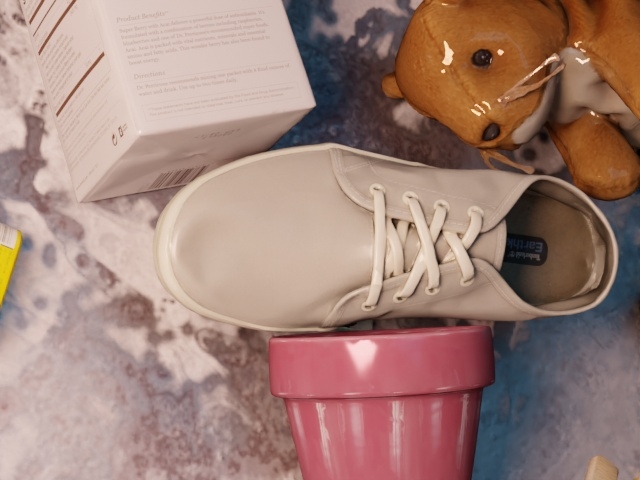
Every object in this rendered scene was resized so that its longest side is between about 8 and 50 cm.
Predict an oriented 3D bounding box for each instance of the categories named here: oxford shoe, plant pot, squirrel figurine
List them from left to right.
[{"bbox_3d":[0.057,0.168,1.660,0.201,0.201,0.180,-2,88,-27],"label":"plant pot"},{"bbox_3d":[0.074,0.001,1.673,0.449,0.130,0.169,2,91,-23],"label":"oxford shoe"},{"bbox_3d":[0.239,-0.221,1.886,0.370,0.281,0.397,-3,58,-17],"label":"squirrel figurine"}]

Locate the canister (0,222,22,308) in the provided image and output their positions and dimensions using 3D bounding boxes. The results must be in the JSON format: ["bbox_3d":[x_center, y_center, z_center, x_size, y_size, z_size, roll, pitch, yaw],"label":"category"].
[{"bbox_3d":[-0.346,0.015,1.576,0.170,0.073,0.126,24,62,-18],"label":"canister"}]

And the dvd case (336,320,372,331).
[{"bbox_3d":[0.008,0.026,1.784,0.087,0.013,0.119,10,65,-23],"label":"dvd case"}]

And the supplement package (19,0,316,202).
[{"bbox_3d":[-0.153,-0.209,1.696,0.177,0.175,0.293,-11,76,-28],"label":"supplement package"}]

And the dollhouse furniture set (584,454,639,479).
[{"bbox_3d":[0.228,0.322,1.573,0.201,0.374,0.152,36,55,-8],"label":"dollhouse furniture set"}]
